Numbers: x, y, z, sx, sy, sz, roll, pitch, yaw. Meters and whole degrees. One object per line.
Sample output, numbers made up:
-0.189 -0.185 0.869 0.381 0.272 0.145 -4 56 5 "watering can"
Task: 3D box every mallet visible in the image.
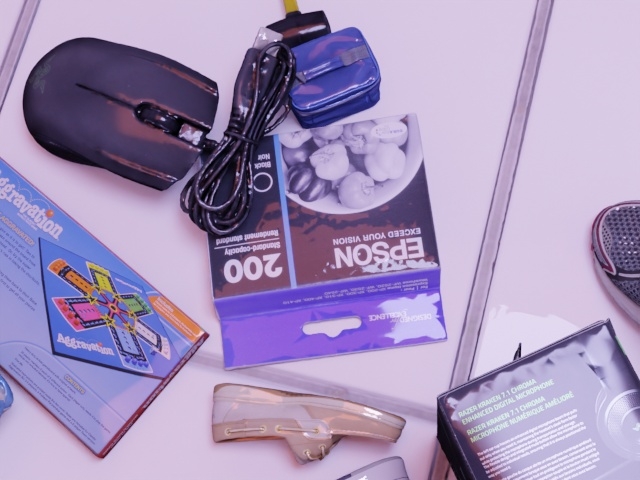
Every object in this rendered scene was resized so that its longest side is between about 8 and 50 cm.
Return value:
-0.027 -0.264 1.054 0.062 0.039 0.189 -8 69 5 "mallet"

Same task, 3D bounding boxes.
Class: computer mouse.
-0.169 -0.125 0.977 0.272 0.072 0.188 15 80 23 "computer mouse"

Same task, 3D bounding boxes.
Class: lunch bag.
0.005 -0.151 1.000 0.098 0.065 0.067 -23 73 -2 "lunch bag"

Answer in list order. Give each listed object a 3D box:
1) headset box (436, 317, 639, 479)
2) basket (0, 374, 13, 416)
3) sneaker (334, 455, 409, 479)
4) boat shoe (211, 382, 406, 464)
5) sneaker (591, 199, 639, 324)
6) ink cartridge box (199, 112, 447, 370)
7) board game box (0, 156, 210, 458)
0.190 0.212 0.783 0.131 0.246 0.283 -25 72 -1 "headset box"
-0.407 0.093 0.845 0.201 0.289 0.255 -38 75 23 "basket"
-0.005 0.292 0.861 0.226 0.086 0.163 -24 70 -3 "sneaker"
-0.013 0.161 0.916 0.170 0.063 0.059 5 77 17 "boat shoe"
0.323 0.031 0.838 0.121 0.112 0.299 -48 36 -3 "sneaker"
0.000 0.000 0.968 0.206 0.045 0.208 -9 74 3 "ink cartridge box"
-0.252 0.052 0.986 0.281 0.027 0.145 39 82 15 "board game box"
